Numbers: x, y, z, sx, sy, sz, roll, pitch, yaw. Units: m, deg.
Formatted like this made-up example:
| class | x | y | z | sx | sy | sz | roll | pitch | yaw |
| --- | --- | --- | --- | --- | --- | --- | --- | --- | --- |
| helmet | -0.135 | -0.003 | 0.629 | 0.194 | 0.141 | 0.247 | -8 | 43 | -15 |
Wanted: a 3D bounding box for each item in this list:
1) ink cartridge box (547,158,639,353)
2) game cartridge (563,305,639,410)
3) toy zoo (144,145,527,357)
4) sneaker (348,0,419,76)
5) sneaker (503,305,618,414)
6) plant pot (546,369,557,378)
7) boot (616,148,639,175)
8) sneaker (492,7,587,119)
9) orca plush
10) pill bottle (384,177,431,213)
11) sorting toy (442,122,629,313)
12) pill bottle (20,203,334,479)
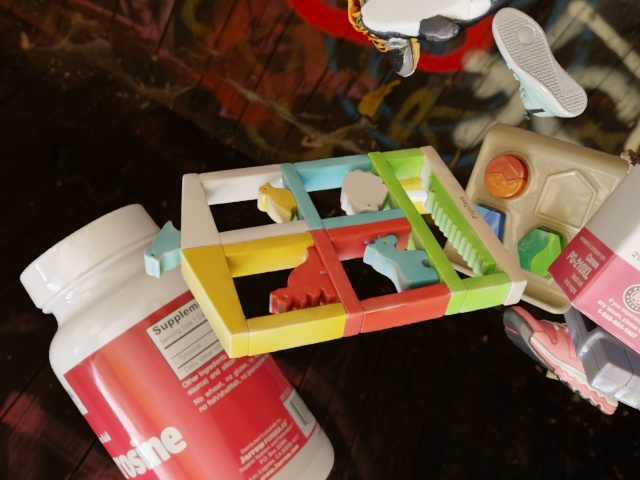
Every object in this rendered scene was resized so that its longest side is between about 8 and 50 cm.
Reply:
| class | x | y | z | sx | sy | sz | roll | pitch | yaw |
| --- | --- | --- | --- | --- | --- | --- | --- | --- | --- |
| ink cartridge box | 0.339 | -0.004 | 0.586 | 0.172 | 0.237 | 0.100 | 35 | -165 | -4 |
| game cartridge | 0.464 | 0.133 | 1.034 | 0.230 | 0.068 | 0.355 | 29 | -154 | -5 |
| toy zoo | 0.000 | 0.000 | 0.604 | 0.293 | 0.030 | 0.192 | -9 | -135 | -17 |
| sneaker | 0.090 | -0.355 | 1.136 | 0.214 | 0.083 | 0.084 | 60 | 171 | -27 |
| sneaker | 0.489 | 0.203 | 1.388 | 0.314 | 0.136 | 0.116 | 38 | 180 | -16 |
| plant pot | 0.587 | 0.274 | 1.605 | 0.134 | 0.134 | 0.095 | 15 | -101 | -22 |
| boot | 0.584 | -0.087 | 1.356 | 0.059 | 0.085 | 0.157 | 9 | -119 | -41 |
| sneaker | 0.411 | -0.345 | 1.434 | 0.094 | 0.151 | 0.256 | -42 | -80 | -6 |
| orca plush | 0.203 | -0.347 | 0.986 | 0.102 | 0.287 | 0.151 | 29 | -149 | -61 |
| pill bottle | 0.179 | -0.105 | 1.500 | 0.103 | 0.184 | 0.103 | 9 | -101 | -62 |
| sorting toy | 0.327 | -0.022 | 0.978 | 0.307 | 0.229 | 0.041 | 26 | -172 | 36 |
| pill bottle | -0.182 | 0.168 | 0.885 | 0.407 | 0.229 | 0.229 | 55 | -137 | 0 |
